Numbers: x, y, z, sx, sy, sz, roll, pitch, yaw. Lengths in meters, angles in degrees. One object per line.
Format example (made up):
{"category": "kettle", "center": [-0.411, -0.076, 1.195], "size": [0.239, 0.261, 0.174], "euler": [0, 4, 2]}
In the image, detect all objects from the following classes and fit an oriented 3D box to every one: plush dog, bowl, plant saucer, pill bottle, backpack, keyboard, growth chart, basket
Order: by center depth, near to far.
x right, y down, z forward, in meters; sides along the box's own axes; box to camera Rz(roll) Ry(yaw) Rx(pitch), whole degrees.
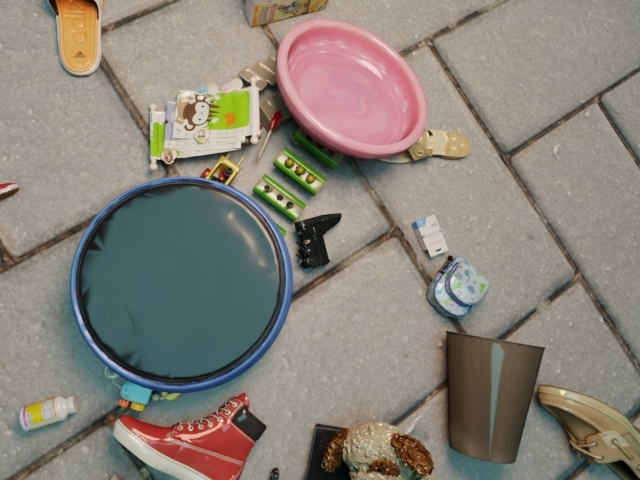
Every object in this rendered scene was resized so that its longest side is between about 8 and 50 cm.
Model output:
{"category": "pill bottle", "center": [-0.468, 0.296, 0.860], "size": [0.083, 0.043, 0.043], "euler": [-14, 84, -15]}
{"category": "bowl", "center": [-0.240, 0.070, 0.882], "size": [0.391, 0.077, 0.391], "euler": [2, 81, -10]}
{"category": "plush dog", "center": [0.127, 0.425, 0.893], "size": [0.210, 0.262, 0.225], "euler": [-43, 113, -55]}
{"category": "keyboard", "center": [-0.024, 0.511, 0.938], "size": [0.201, 0.033, 0.317], "euler": [16, 77, -17]}
{"category": "growth chart", "center": [-0.230, -0.237, 0.983], "size": [0.237, 0.021, 0.172], "euler": [-13, 73, 1]}
{"category": "basket", "center": [0.338, 0.310, 0.998], "size": [0.204, 0.154, 0.227], "euler": [10, 82, -10]}
{"category": "plant saucer", "center": [0.058, -0.297, 1.012], "size": [0.332, 0.084, 0.332], "euler": [12, 60, -21]}
{"category": "backpack", "center": [0.289, 0.101, 1.051], "size": [0.105, 0.084, 0.114], "euler": [43, 77, -1]}

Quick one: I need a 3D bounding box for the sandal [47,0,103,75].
{"category": "sandal", "center": [-0.474, -0.458, 0.966], "size": [0.102, 0.076, 0.265], "euler": [-8, 83, -15]}

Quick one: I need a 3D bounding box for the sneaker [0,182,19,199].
{"category": "sneaker", "center": [-0.612, -0.098, 0.892], "size": [0.118, 0.042, 0.067], "euler": [-23, 90, -14]}

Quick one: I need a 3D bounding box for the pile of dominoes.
{"category": "pile of dominoes", "center": [-0.031, -0.328, 1.082], "size": [0.251, 0.040, 0.196], "euler": [-35, 90, -24]}

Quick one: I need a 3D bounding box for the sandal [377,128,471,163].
{"category": "sandal", "center": [0.230, -0.221, 1.092], "size": [0.240, 0.079, 0.088], "euler": [-1, 81, -13]}

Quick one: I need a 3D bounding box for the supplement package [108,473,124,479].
{"category": "supplement package", "center": [-0.374, 0.534, 0.795], "size": [0.134, 0.139, 0.244], "euler": [40, 73, -5]}

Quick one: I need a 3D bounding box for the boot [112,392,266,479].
{"category": "boot", "center": [-0.226, 0.329, 0.893], "size": [0.244, 0.088, 0.176], "euler": [34, 75, -14]}

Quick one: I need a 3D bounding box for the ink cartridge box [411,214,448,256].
{"category": "ink cartridge box", "center": [0.239, -0.008, 1.085], "size": [0.048, 0.028, 0.083], "euler": [-20, 86, -15]}

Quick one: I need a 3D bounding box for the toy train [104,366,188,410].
{"category": "toy train", "center": [-0.297, 0.238, 0.913], "size": [0.166, 0.046, 0.125], "euler": [-21, 80, -16]}

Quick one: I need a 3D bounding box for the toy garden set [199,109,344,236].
{"category": "toy garden set", "center": [-0.098, -0.142, 0.990], "size": [0.204, 0.049, 0.244], "euler": [37, 87, -5]}

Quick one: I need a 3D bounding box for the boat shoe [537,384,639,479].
{"category": "boat shoe", "center": [0.595, 0.420, 1.051], "size": [0.341, 0.121, 0.110], "euler": [33, 74, -8]}

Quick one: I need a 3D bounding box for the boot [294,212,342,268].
{"category": "boot", "center": [0.001, 0.000, 1.018], "size": [0.121, 0.045, 0.099], "euler": [-17, 98, -35]}

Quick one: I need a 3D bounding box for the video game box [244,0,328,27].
{"category": "video game box", "center": [-0.054, -0.525, 1.010], "size": [0.187, 0.205, 0.048], "euler": [-19, 87, -15]}
